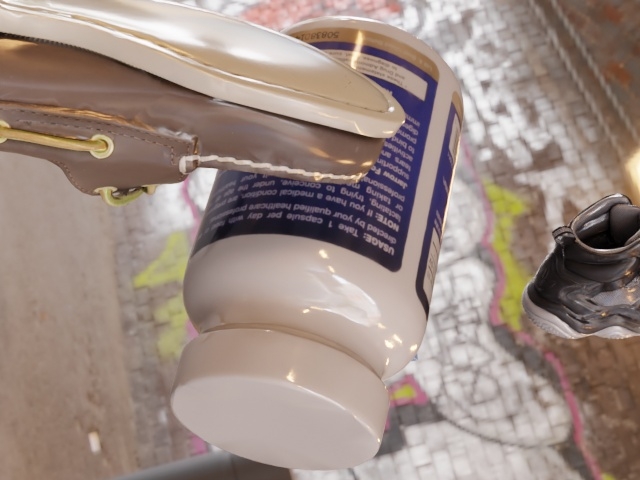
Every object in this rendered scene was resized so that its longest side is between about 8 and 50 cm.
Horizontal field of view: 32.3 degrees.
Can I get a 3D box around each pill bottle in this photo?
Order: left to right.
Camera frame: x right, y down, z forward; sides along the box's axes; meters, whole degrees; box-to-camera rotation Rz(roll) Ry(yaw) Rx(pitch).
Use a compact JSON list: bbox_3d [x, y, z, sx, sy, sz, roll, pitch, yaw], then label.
[{"bbox_3d":[0.000,0.000,0.699,0.153,0.153,0.265,77,23,-54],"label":"pill bottle"}]

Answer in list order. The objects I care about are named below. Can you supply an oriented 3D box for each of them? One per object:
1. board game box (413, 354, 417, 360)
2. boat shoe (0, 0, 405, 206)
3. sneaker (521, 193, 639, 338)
[{"bbox_3d":[-0.010,0.127,1.290,0.160,0.211,0.039,35,47,-64],"label":"board game box"},{"bbox_3d":[-0.120,-0.075,0.561,0.116,0.324,0.097,-112,-143,-63],"label":"boat shoe"},{"bbox_3d":[0.369,0.030,1.245,0.101,0.268,0.153,-105,-162,-47],"label":"sneaker"}]
